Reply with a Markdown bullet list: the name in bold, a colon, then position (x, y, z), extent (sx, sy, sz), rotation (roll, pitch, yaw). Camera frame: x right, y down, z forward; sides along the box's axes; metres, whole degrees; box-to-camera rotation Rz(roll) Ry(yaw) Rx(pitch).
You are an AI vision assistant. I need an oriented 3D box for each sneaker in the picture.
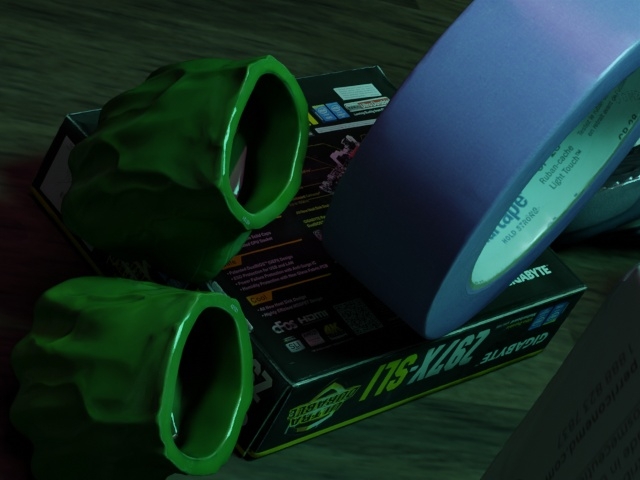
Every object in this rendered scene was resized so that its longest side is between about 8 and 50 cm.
- **sneaker**: position (0.319, -0.025, 1.529), extent (0.319, 0.131, 0.112), rotation (-18, 10, -27)

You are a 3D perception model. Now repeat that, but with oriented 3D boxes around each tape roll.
- **tape roll**: position (0.125, -0.068, 1.150), extent (0.090, 0.275, 0.275), rotation (41, 36, 13)

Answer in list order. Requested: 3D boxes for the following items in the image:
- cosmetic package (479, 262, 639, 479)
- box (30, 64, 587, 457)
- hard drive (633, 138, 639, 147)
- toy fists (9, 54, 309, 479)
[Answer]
- **cosmetic package**: position (0.274, 0.275, 0.920), extent (0.393, 0.329, 0.327), rotation (18, 35, -18)
- **box**: position (0.000, 0.000, 1.281), extent (0.322, 0.079, 0.257), rotation (-15, 53, -46)
- **hard drive**: position (0.317, -0.120, 1.698), extent (0.307, 0.040, 0.203), rotation (21, 36, -15)
- **toy fists**: position (-0.097, 0.019, 1.077), extent (0.096, 0.142, 0.279), rotation (35, 61, -48)
